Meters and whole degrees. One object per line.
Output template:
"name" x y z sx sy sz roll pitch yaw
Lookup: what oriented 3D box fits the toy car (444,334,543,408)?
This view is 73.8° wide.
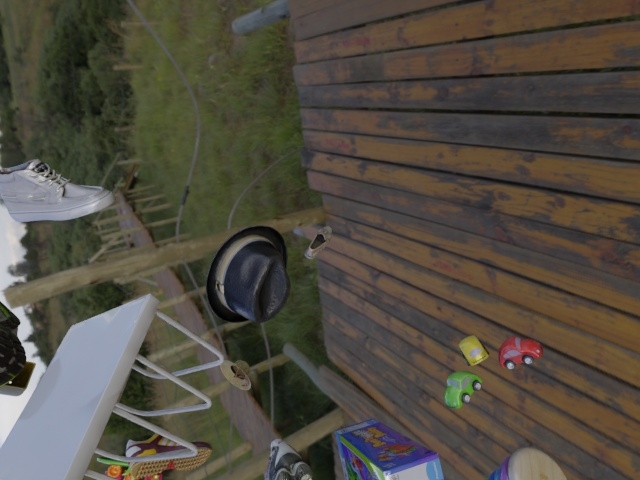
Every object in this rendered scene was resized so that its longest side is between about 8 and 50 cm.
"toy car" 0.360 0.293 0.987 0.053 0.225 0.239 56 155 -4

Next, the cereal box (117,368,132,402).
"cereal box" -0.678 0.424 1.436 0.173 0.047 0.240 108 175 -65

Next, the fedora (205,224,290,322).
"fedora" -0.186 0.128 1.310 0.152 0.333 0.335 29 129 41

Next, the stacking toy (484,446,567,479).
"stacking toy" 0.429 0.616 1.018 0.141 0.141 0.330 55 143 29

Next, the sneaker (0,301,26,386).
"sneaker" -0.600 0.196 0.735 0.299 0.121 0.111 21 153 55

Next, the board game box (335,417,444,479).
"board game box" 0.122 0.459 0.600 0.233 0.077 0.348 135 124 -72

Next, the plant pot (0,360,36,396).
"plant pot" -0.851 0.385 1.175 0.083 0.081 0.081 -49 33 30

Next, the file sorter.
"file sorter" -0.264 0.249 0.546 0.192 0.278 0.173 -21 131 28

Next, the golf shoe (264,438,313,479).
"golf shoe" -0.070 0.556 0.901 0.120 0.105 0.273 -147 60 -61

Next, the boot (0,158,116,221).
"boot" -0.585 -0.115 0.926 0.095 0.257 0.124 -80 -19 -59

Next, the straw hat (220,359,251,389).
"straw hat" -0.299 0.484 1.592 0.144 0.061 0.145 18 128 25

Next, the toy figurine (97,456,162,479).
"toy figurine" -0.441 0.591 0.971 0.130 0.173 0.159 133 148 -59

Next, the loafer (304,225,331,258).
"loafer" 0.000 0.000 1.185 0.045 0.125 0.039 31 142 8

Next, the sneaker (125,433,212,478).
"sneaker" -0.330 0.458 0.943 0.084 0.185 0.070 43 110 45
